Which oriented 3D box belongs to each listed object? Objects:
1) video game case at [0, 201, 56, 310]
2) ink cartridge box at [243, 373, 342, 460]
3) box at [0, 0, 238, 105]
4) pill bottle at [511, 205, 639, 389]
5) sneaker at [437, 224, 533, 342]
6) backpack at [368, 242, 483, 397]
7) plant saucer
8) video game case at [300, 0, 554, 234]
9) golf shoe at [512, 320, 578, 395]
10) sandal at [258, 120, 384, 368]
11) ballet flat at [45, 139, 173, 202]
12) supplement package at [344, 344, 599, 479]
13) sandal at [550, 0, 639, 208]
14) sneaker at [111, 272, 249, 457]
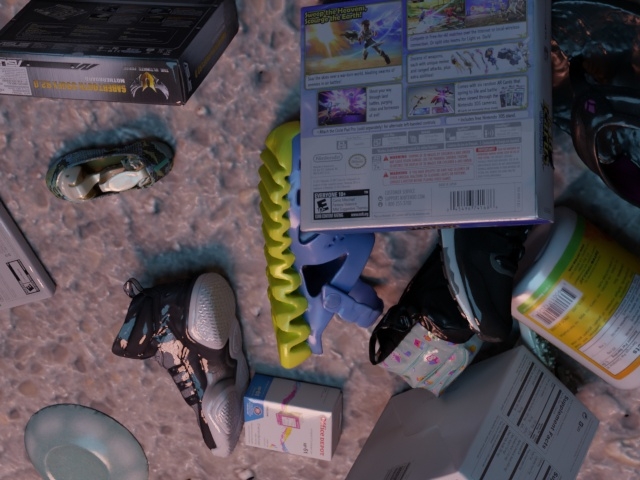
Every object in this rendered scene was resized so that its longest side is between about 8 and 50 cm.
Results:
[{"bbox_3d":[-0.481,0.008,1.927,0.193,0.023,0.212,-15,119,26],"label":"video game case"},{"bbox_3d":[-0.036,0.234,1.918,0.123,0.052,0.088,8,126,12],"label":"ink cartridge box"},{"bbox_3d":[-0.227,-0.218,1.584,0.231,0.183,0.056,5,124,15],"label":"box"},{"bbox_3d":[0.331,0.082,1.637,0.246,0.136,0.136,35,127,-8],"label":"pill bottle"},{"bbox_3d":[0.192,-0.036,1.548,0.124,0.107,0.283,-12,81,20],"label":"sneaker"},{"bbox_3d":[0.135,0.104,1.717,0.115,0.152,0.182,36,140,3],"label":"backpack"},{"bbox_3d":[-0.346,0.323,2.093,0.195,0.037,0.195,9,127,12],"label":"plant saucer"},{"bbox_3d":[0.108,-0.134,1.506,0.270,0.061,0.244,-2,85,28],"label":"video game case"},{"bbox_3d":[0.251,0.144,1.754,0.086,0.069,0.176,-3,122,27],"label":"golf shoe"},{"bbox_3d":[0.000,0.000,1.715,0.138,0.126,0.317,-8,123,-4],"label":"sandal"},{"bbox_3d":[-0.269,-0.079,1.770,0.188,0.070,0.070,-16,117,27],"label":"ballet flat"},{"bbox_3d":[0.169,0.276,1.745,0.145,0.204,0.262,43,142,-13],"label":"supplement package"},{"bbox_3d":[0.373,-0.085,1.523,0.446,0.107,0.167,44,124,-12],"label":"sandal"},{"bbox_3d":[-0.182,0.159,1.889,0.153,0.101,0.268,3,119,17],"label":"sneaker"}]
